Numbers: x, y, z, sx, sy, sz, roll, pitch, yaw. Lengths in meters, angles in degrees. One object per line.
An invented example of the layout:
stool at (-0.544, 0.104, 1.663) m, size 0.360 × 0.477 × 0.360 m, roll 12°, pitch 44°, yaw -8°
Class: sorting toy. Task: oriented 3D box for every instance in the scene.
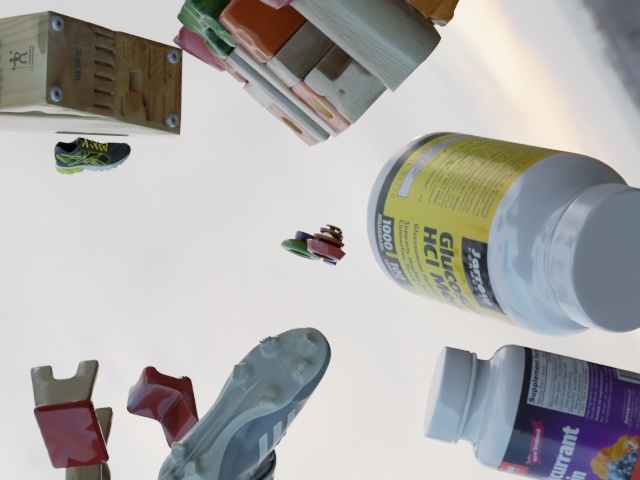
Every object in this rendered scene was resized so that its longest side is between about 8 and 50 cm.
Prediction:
sorting toy at (0.000, 0.000, 2.046) m, size 0.061 × 0.042 × 0.102 m, roll 26°, pitch 169°, yaw -32°

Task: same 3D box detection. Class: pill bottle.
pill bottle at (0.189, 0.148, 1.461) m, size 0.108 × 0.193 × 0.108 m, roll -167°, pitch 90°, yaw -89°
pill bottle at (0.208, -0.006, 1.795) m, size 0.188 × 0.188 × 0.334 m, roll 55°, pitch 161°, yaw -26°

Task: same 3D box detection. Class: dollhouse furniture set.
dollhouse furniture set at (-0.193, 0.305, 1.984) m, size 0.152 × 0.201 × 0.374 m, roll -98°, pitch -1°, yaw -46°

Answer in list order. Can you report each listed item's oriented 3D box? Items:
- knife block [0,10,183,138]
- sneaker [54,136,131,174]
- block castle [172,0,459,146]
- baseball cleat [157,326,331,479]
knife block at (-0.299, -0.152, 1.664) m, size 0.275 × 0.242 × 0.088 m, roll 9°, pitch -99°, yaw -53°
sneaker at (-0.242, -0.093, 1.835) m, size 0.031 × 0.083 × 0.035 m, roll -102°, pitch 0°, yaw -51°
block castle at (0.021, -0.263, 1.406) m, size 0.213 × 0.303 × 0.453 m, roll 40°, pitch 173°, yaw -7°
baseball cleat at (-0.055, 0.160, 1.530) m, size 0.109 × 0.206 × 0.072 m, roll 33°, pitch -163°, yaw -53°
